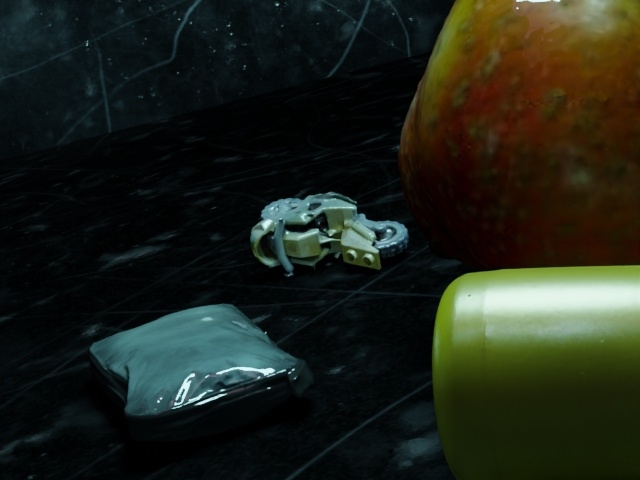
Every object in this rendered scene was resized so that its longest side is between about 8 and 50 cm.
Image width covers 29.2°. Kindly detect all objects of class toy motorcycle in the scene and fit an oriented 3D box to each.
[{"bbox_3d":[0.000,-0.001,1.630,0.229,0.094,0.130,14,35,35],"label":"toy motorcycle"}]

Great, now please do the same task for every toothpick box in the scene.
[{"bbox_3d":[0.233,0.102,0.930,0.271,0.175,0.175,-5,18,20],"label":"toothpick box"}]

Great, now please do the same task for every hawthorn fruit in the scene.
[{"bbox_3d":[0.275,-0.128,1.217,0.403,0.403,0.403,-13,16,4],"label":"hawthorn fruit"}]

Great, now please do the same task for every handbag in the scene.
[{"bbox_3d":[-0.138,0.135,1.322,0.191,0.075,0.332,-16,13,-17],"label":"handbag"}]
